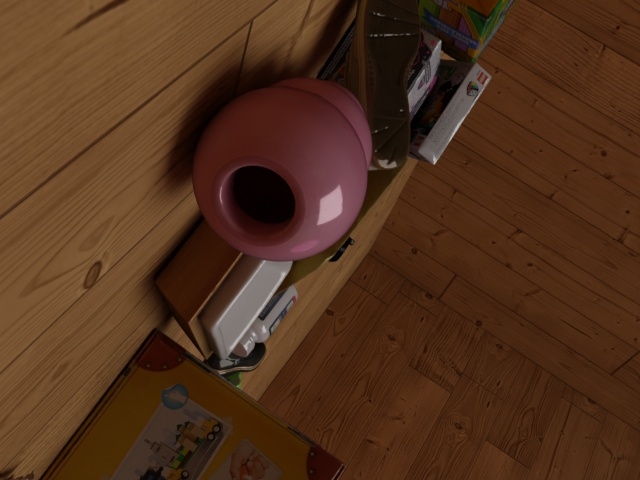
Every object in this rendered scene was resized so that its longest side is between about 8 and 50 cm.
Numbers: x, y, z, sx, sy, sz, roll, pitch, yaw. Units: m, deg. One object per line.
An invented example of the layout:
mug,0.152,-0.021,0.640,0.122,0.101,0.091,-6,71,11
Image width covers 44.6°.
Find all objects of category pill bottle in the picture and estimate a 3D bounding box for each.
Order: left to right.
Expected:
pill bottle,-0.140,0.157,1.690,0.180,0.108,0.108,-52,171,-30

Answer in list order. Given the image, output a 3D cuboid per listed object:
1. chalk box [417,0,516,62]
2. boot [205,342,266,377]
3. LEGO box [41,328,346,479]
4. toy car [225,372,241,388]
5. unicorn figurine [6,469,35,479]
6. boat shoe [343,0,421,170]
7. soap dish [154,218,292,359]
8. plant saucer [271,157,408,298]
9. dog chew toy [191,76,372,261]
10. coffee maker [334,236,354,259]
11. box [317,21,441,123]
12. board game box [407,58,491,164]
chalk box,0.253,-0.445,1.389,0.180,0.179,0.289,-56,172,-3
boot,-0.177,0.242,1.843,0.198,0.077,0.137,-20,140,-57
LEGO box,-0.252,0.459,1.234,0.500,0.372,0.193,-54,172,-16
toy car,-0.282,0.446,2.204,0.225,0.053,0.239,-50,170,-39
unicorn figurine,-0.427,0.371,0.994,0.111,0.060,0.162,38,69,-82
boat shoe,0.076,-0.253,1.150,0.109,0.098,0.302,1,91,-36
soap dish,-0.141,0.052,1.204,0.229,0.118,0.291,-54,172,-17
plant saucer,-0.020,-0.028,1.505,0.333,0.081,0.333,-35,-169,49
dog chew toy,-0.027,-0.112,0.989,0.206,0.207,0.332,-61,180,29
coffee maker,0.000,0.000,1.984,0.171,0.120,0.178,-34,172,3
box,0.109,-0.274,1.330,0.163,0.142,0.247,-56,173,1
board game box,0.179,-0.264,1.525,0.193,0.053,0.305,-57,-151,-1
